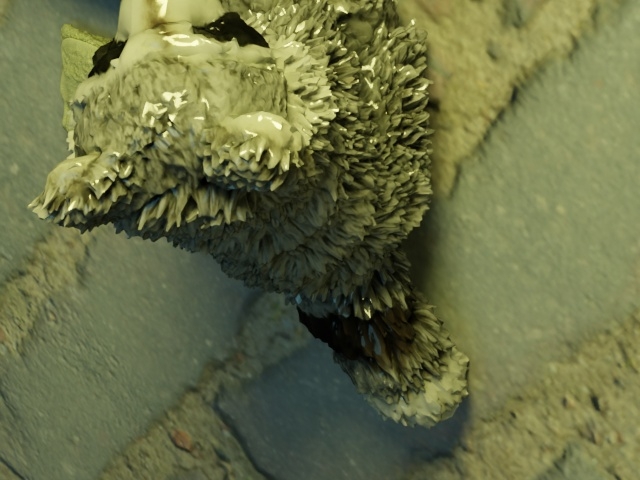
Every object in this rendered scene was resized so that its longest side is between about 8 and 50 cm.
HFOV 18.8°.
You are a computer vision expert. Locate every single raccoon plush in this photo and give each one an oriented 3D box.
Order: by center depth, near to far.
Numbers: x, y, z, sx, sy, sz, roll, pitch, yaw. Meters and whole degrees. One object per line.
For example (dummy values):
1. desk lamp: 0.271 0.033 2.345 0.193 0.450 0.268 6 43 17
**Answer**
1. raccoon plush: 0.000 0.000 1.249 0.216 0.299 0.446 -31 112 21

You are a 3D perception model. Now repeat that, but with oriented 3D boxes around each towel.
1. towel: -0.151 -0.106 1.532 0.148 0.027 0.110 22 131 30
